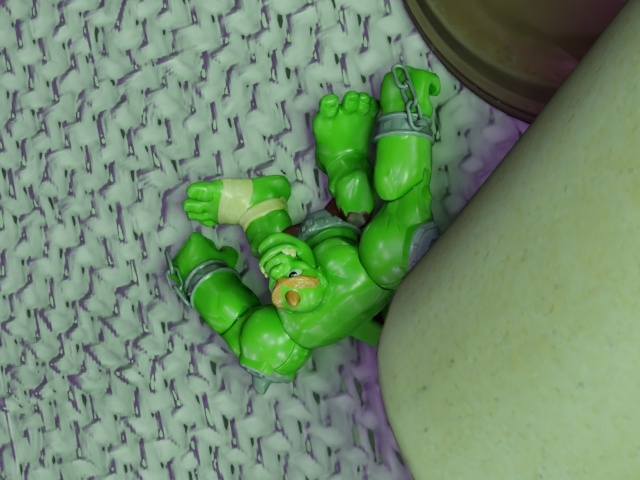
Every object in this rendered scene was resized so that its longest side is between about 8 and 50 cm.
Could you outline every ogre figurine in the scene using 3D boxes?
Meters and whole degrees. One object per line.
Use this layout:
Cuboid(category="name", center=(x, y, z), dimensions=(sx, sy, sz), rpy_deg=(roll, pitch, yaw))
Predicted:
Cuboid(category="ogre figurine", center=(0.000, 0.000, 0.928), dimensions=(0.197, 0.097, 0.118), rpy_deg=(-27, 58, 9))

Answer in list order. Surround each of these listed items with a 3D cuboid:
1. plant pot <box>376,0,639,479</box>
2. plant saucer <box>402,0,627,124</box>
Cuboid(category="plant pot", center=(0.200, 0.014, 0.719), dimensions=(0.305, 0.334, 0.334), rpy_deg=(-45, 69, 32))
Cuboid(category="plant saucer", center=(0.152, -0.192, 0.880), dimensions=(0.278, 0.041, 0.278), rpy_deg=(0, 89, 28))
